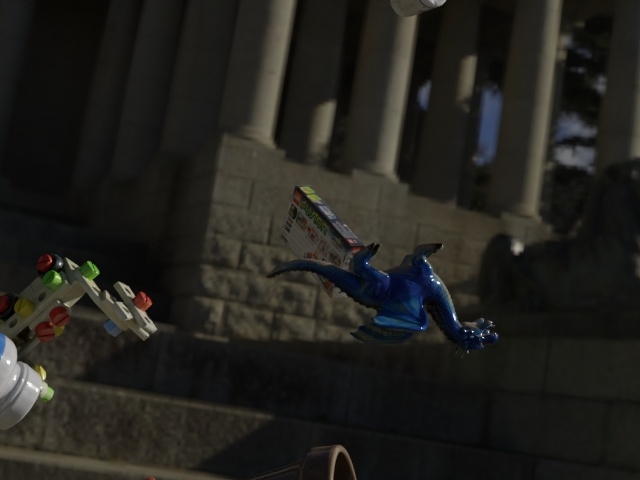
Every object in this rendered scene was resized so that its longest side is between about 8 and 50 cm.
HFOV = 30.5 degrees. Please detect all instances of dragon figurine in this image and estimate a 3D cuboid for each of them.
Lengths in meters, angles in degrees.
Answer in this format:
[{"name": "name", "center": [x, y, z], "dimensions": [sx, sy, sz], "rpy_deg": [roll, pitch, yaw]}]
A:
[{"name": "dragon figurine", "center": [0.086, 0.081, 1.453], "dimensions": [0.289, 0.144, 0.085], "rpy_deg": [0, -15, -18]}]

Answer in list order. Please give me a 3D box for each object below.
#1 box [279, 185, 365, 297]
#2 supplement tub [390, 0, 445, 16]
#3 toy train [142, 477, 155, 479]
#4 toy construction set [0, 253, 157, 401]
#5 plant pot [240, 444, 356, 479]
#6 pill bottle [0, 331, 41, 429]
[{"name": "box", "center": [0.000, 0.000, 2.125], "dimensions": [0.036, 0.114, 0.207], "rpy_deg": [-1, 34, -34]}, {"name": "supplement tub", "center": [0.193, -0.481, 2.292], "dimensions": [0.071, 0.071, 0.107], "rpy_deg": [14, -9, -28]}, {"name": "toy train", "center": [-0.335, 0.485, 2.179], "dimensions": [0.125, 0.046, 0.166], "rpy_deg": [-5, 12, -20]}, {"name": "toy construction set", "center": [-0.442, 0.150, 1.936], "dimensions": [0.215, 0.328, 0.151], "rpy_deg": [54, -7, 46]}, {"name": "plant pot", "center": [-0.061, 0.496, 2.029], "dimensions": [0.229, 0.263, 0.263], "rpy_deg": [-8, -13, 12]}, {"name": "pill bottle", "center": [-0.481, 0.155, 1.543], "dimensions": [0.124, 0.124, 0.221], "rpy_deg": [-2, -37, 50]}]
